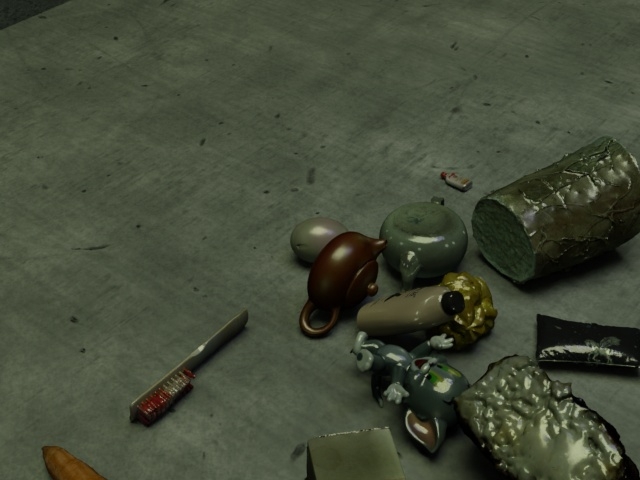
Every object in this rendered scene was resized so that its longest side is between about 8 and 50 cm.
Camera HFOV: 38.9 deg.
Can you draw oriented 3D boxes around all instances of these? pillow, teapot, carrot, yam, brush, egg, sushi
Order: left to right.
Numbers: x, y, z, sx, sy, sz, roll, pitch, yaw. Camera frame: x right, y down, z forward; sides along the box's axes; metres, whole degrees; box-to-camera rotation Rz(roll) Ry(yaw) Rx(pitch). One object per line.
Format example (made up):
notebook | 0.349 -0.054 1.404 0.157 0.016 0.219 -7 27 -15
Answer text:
carrot | -0.424 0.405 1.559 0.072 0.072 0.205 -31 41 -32
brush | -0.240 0.244 1.755 0.050 0.060 0.321 33 49 19
egg | 0.000 0.000 2.013 0.135 0.103 0.103 -1 38 -3
teapot | 0.048 0.091 1.858 0.135 0.178 0.252 29 80 25
teapot | 0.225 0.005 1.985 0.193 0.129 0.294 12 38 17
sushi | 0.382 0.332 1.471 0.196 0.182 0.343 -52 47 8
yam | 0.523 -0.061 1.974 0.348 0.241 0.241 -23 43 -18
pillow | 0.527 0.201 1.778 0.208 0.055 0.141 6 33 9

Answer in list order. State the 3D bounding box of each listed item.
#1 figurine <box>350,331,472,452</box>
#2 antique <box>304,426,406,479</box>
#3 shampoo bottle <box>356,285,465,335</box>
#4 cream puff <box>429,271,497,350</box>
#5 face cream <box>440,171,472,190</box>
figurine | 0.157 0.262 1.658 0.265 0.140 0.193 12 30 32
antique | 0.057 0.409 1.459 0.146 0.152 0.148 -7 36 -9
shampoo bottle | 0.177 0.136 1.748 0.127 0.078 0.257 -28 7 -39
cream puff | 0.286 0.141 1.811 0.156 0.121 0.156 3 40 -3
face cream | 0.336 -0.150 2.255 0.083 0.021 0.040 28 46 33
